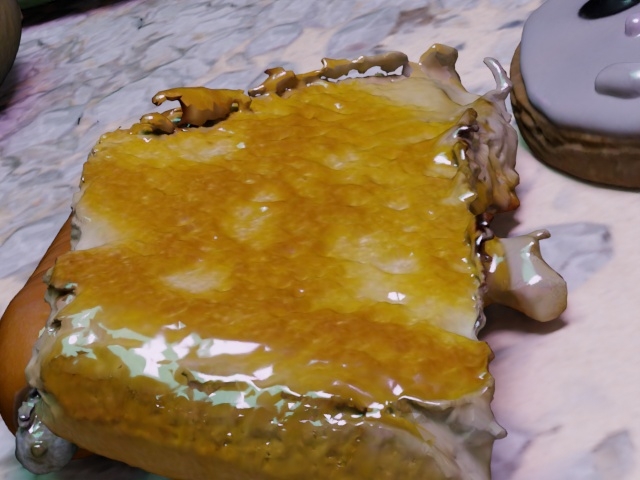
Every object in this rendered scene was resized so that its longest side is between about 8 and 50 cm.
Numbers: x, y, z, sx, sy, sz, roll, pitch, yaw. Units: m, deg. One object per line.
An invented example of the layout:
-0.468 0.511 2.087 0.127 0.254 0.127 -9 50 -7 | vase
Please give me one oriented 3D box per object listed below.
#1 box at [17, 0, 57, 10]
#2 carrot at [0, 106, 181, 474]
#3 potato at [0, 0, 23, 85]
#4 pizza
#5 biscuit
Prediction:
-0.159 -0.283 1.237 0.328 0.178 0.253 -10 28 23 | box
-0.086 0.002 0.791 0.069 0.069 0.336 -17 24 13 | carrot
-0.275 -0.114 1.053 0.178 0.160 0.235 32 33 13 | potato
0.000 0.000 0.693 0.189 0.071 0.297 5 34 7 | pizza
0.168 -0.090 0.776 0.181 0.049 0.208 -34 31 -23 | biscuit
